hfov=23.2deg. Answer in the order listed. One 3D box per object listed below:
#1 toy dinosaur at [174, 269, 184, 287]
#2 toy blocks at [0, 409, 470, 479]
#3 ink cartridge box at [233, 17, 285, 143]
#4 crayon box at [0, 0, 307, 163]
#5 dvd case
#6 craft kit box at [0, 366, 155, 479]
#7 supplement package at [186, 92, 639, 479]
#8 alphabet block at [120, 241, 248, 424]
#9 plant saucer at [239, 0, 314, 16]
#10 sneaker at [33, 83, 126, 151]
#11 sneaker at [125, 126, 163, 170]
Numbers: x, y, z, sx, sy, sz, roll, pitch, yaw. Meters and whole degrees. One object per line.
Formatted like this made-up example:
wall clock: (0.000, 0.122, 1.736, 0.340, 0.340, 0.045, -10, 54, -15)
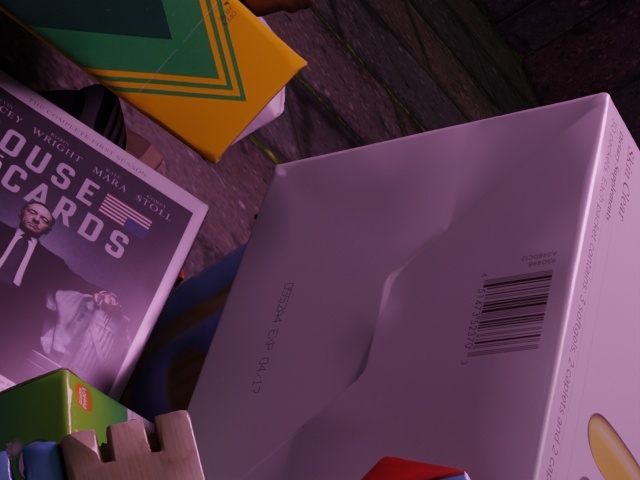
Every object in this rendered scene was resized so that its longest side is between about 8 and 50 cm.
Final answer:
toy dinosaur: (-0.130, 0.044, 1.049, 0.047, 0.082, 0.090, 50, 20, -27)
toy blocks: (-0.070, 0.186, 0.553, 0.190, 0.381, 0.261, 96, -19, -57)
ink cartridge box: (-0.127, -0.204, 1.463, 0.212, 0.093, 0.154, 49, 20, -23)
crayon box: (-0.217, -0.239, 1.046, 0.363, 0.106, 0.313, 44, 6, 40)
dvd case: (-0.173, 0.010, 0.887, 0.179, 0.029, 0.238, 34, 40, -12)
craft kit box: (-0.069, 0.221, 0.764, 0.246, 0.061, 0.250, 47, 28, -52)
supplement package: (0.061, 0.084, 0.773, 0.145, 0.204, 0.262, 52, 41, -37)
alphabet block: (-0.027, 0.113, 1.033, 0.192, 0.193, 0.197, 63, 17, 8)
plant saucer: (-0.117, -0.250, 1.102, 0.278, 0.041, 0.278, 42, 2, -2)
sneaker: (-0.199, -0.013, 1.010, 0.083, 0.098, 0.223, 85, 15, -46)
sneaker: (-0.173, -0.042, 1.143, 0.071, 0.066, 0.188, 37, 17, -5)
